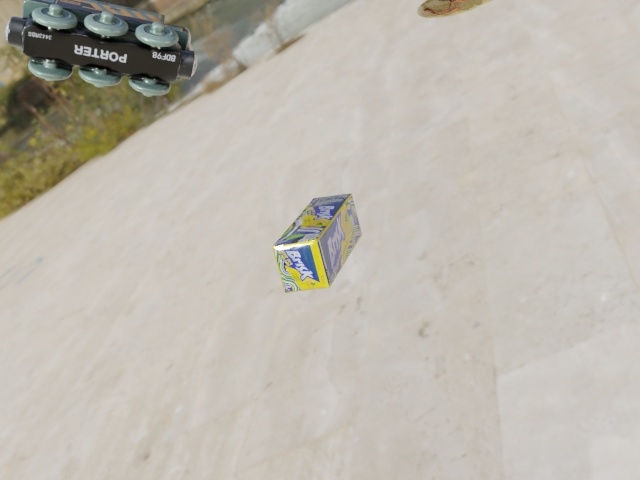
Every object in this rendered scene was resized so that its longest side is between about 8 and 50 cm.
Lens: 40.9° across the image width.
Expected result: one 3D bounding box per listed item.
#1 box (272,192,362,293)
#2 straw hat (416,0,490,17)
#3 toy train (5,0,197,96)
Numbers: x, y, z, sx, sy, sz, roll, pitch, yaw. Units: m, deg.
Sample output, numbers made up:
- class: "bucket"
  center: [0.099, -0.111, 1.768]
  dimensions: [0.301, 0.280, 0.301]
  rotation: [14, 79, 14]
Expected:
- class: "box"
  center: [0.000, 0.000, 0.982]
  dimensions: [0.054, 0.059, 0.169]
  rotation: [-9, 18, 19]
- class: "straw hat"
  center: [0.210, -0.400, 1.334]
  dimensions: [0.144, 0.061, 0.144]
  rotation: [-10, -3, -1]
- class: "toy train"
  center: [-0.391, -0.368, 1.561]
  dimensions: [0.190, 0.334, 0.142]
  rotation: [-101, 22, -54]
